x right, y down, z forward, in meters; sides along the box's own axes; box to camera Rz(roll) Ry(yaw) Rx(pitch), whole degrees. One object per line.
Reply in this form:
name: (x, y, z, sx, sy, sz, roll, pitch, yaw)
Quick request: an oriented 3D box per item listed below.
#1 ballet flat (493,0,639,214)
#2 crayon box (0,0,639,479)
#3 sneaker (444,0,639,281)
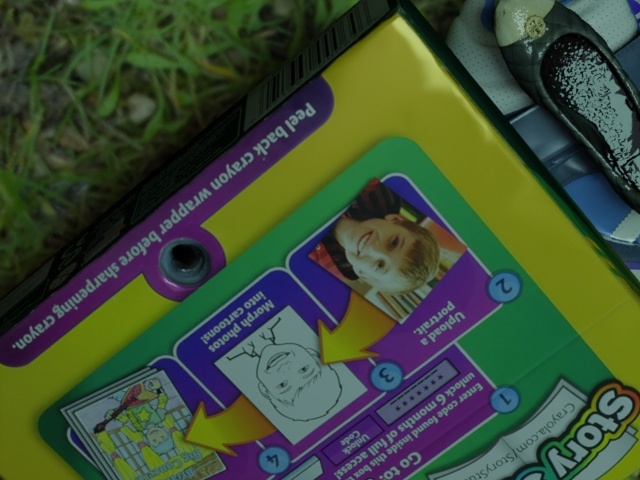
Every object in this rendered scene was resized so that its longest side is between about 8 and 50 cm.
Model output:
ballet flat: (0.168, -0.083, 0.789, 0.057, 0.049, 0.173, -43, 100, 2)
crayon box: (0.003, 0.080, 0.813, 0.363, 0.106, 0.313, -38, 107, 13)
sneaker: (0.234, -0.084, 0.874, 0.322, 0.130, 0.236, -3, 109, 0)
